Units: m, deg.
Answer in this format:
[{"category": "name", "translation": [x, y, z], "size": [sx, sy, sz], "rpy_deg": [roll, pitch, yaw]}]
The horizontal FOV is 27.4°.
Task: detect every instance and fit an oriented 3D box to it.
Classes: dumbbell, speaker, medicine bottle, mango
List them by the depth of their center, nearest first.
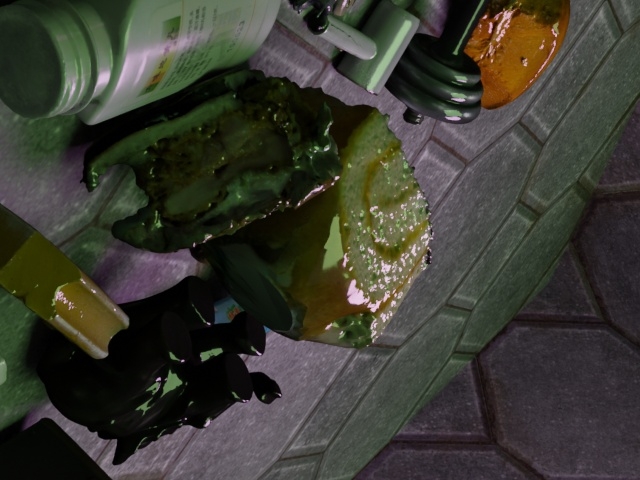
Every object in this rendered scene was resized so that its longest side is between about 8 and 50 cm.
[{"category": "medicine bottle", "translation": [-0.182, -0.216, 1.318], "size": [0.324, 0.124, 0.179], "rpy_deg": [-33, 160, -48]}, {"category": "speaker", "translation": [-0.401, 0.396, 1.798], "size": [0.153, 0.192, 0.231], "rpy_deg": [-33, 157, -48]}, {"category": "dumbbell", "translation": [0.224, -0.347, 1.958], "size": [0.179, 0.179, 0.406], "rpy_deg": [-23, 146, -56]}, {"category": "mango", "translation": [0.312, -0.333, 2.194], "size": [0.199, 0.201, 0.350], "rpy_deg": [-20, 161, -12]}]

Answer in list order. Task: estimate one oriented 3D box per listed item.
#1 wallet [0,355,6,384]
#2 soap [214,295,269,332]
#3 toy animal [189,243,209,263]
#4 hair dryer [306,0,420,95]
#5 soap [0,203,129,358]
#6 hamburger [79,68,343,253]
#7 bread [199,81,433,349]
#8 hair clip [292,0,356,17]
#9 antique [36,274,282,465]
[{"category": "wallet", "translation": [-0.434, 0.188, 1.593], "size": [0.122, 0.025, 0.061], "rpy_deg": [-41, 156, -33]}, {"category": "soap", "translation": [-0.162, 0.145, 2.015], "size": [0.156, 0.077, 0.293], "rpy_deg": [-37, 173, 37]}, {"category": "toy animal", "translation": [-0.132, 0.012, 1.920], "size": [0.101, 0.103, 0.218], "rpy_deg": [-36, 164, 6]}, {"category": "hair dryer", "translation": [0.045, -0.293, 1.838], "size": [0.131, 0.073, 0.236], "rpy_deg": [-58, 152, 11]}, {"category": "soap", "translation": [-0.308, 0.045, 1.456], "size": [0.073, 0.140, 0.232], "rpy_deg": [-53, 162, -10]}, {"category": "hamburger", "translation": [-0.109, -0.097, 1.495], "size": [0.288, 0.168, 0.192], "rpy_deg": [-22, -173, 23]}, {"category": "bread", "translation": [-0.010, 0.003, 1.740], "size": [0.264, 0.239, 0.395], "rpy_deg": [-60, 147, -26]}, {"category": "hair clip", "translation": [0.039, -0.354, 1.704], "size": [0.187, 0.056, 0.146], "rpy_deg": [-50, 168, -17]}, {"category": "antique", "translation": [-0.227, 0.174, 1.748], "size": [0.255, 0.185, 0.322], "rpy_deg": [-27, 146, 21]}]
